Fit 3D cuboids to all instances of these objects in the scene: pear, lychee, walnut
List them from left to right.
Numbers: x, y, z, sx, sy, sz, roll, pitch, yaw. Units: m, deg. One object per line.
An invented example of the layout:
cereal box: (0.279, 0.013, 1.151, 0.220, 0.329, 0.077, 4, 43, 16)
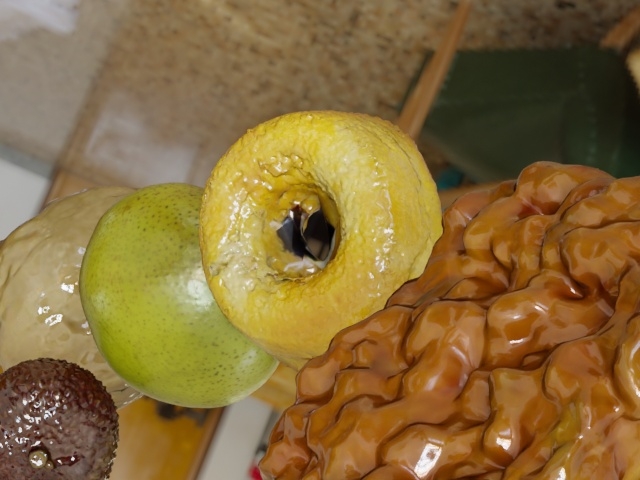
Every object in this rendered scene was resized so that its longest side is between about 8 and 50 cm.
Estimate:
lychee: (-0.337, 0.228, 1.856, 0.194, 0.194, 0.194, 21, 168, 5)
walnut: (-0.350, 0.092, 2.391, 0.384, 0.383, 0.383, 21, 168, 5)
pear: (-0.159, 0.067, 1.880, 0.294, 0.294, 0.294, 21, 168, 5)

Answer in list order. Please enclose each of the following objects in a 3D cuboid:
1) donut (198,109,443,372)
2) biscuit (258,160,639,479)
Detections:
donut: (0.000, -0.003, 1.399, 0.254, 0.253, 0.118, 15, -178, 29)
biscuit: (0.100, 0.086, 0.889, 0.110, 0.312, 0.318, 47, 171, -24)
